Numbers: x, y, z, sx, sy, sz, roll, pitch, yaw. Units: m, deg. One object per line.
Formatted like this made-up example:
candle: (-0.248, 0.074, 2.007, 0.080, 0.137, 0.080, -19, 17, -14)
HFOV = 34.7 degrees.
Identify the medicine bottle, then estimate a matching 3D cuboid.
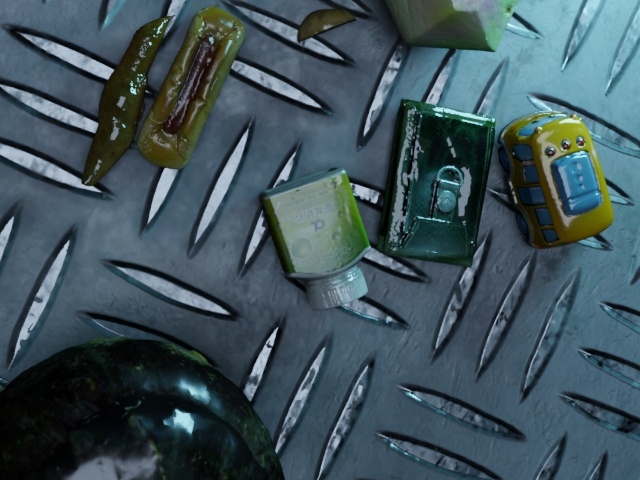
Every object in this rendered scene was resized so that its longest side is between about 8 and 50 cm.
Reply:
medicine bottle: (0.000, 0.000, 1.500, 0.132, 0.088, 0.188, -20, 97, -9)

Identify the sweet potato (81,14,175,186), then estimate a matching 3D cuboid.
sweet potato: (-0.276, -0.202, 1.447, 0.067, 0.067, 0.274, 23, 88, -11)

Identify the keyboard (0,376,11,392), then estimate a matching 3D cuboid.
keyboard: (-0.465, 0.225, 1.472, 0.176, 0.014, 0.055, 27, 86, -12)

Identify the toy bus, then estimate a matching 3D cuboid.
toy bus: (0.357, -0.092, 1.535, 0.126, 0.136, 0.209, -19, 97, -9)

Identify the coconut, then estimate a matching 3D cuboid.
coconut: (0.191, -0.369, 1.450, 0.204, 0.236, 0.236, -28, 101, 28)

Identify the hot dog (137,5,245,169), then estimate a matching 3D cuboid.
hot dog: (-0.184, -0.218, 1.457, 0.084, 0.073, 0.242, 26, 89, -7)

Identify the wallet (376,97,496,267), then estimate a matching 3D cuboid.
wallet: (0.179, -0.085, 1.547, 0.160, 0.055, 0.236, 9, 92, -18)

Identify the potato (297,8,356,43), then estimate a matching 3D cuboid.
potato: (0.006, -0.324, 1.501, 0.093, 0.037, 0.036, -23, 94, -7)

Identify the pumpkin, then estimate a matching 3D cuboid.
pumpkin: (-0.267, 0.348, 1.351, 0.454, 0.344, 0.454, -7, 107, -25)
